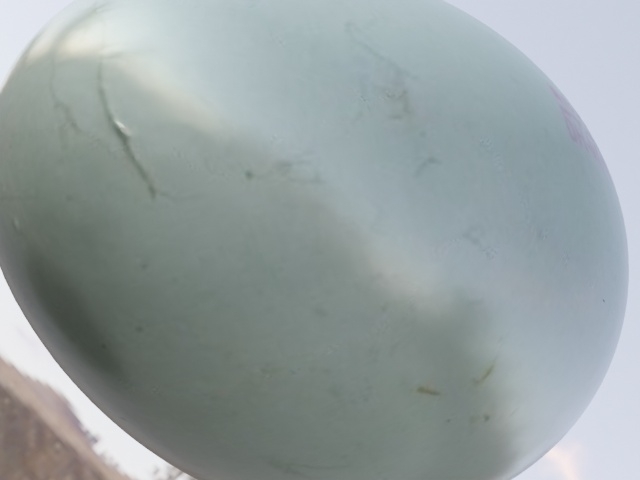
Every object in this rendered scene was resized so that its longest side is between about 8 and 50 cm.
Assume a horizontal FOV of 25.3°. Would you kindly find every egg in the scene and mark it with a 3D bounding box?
[{"bbox_3d":[0.000,0.000,0.485,0.183,0.183,0.264,33,5,40],"label":"egg"}]
